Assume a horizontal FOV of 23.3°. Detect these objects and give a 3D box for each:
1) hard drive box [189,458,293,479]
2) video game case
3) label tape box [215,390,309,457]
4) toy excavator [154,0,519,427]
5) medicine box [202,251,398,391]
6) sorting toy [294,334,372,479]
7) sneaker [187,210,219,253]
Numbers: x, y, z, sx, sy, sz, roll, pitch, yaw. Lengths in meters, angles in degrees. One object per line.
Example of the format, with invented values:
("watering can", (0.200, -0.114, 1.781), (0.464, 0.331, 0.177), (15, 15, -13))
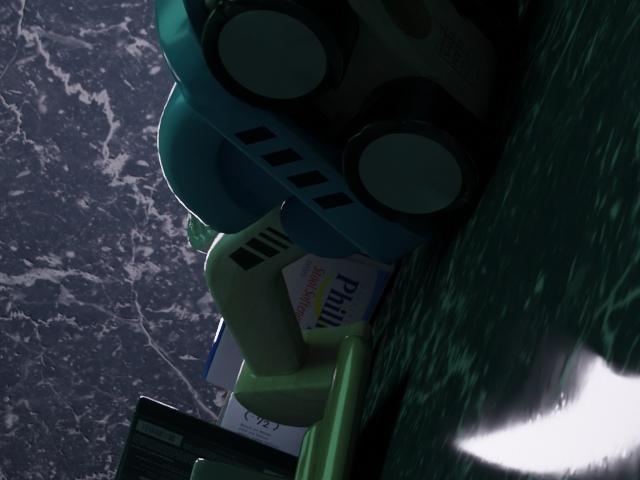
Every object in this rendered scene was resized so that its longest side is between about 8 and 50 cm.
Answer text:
("hard drive box", (-0.092, 0.322, 1.263), (0.232, 0.089, 0.181), (-83, 7, -61))
("video game case", (-0.118, 0.265, 1.614), (0.274, 0.196, 0.026), (114, 177, -56))
("label tape box", (-0.084, 0.266, 1.897), (0.347, 0.115, 0.249), (-69, 1, -46))
("toy excavator", (-0.020, -0.051, 1.327), (0.445, 0.433, 0.222), (-30, 30, 39))
("medicine box", (0.000, 0.000, 1.716), (0.289, 0.149, 0.263), (-72, 3, -46))
("sorting toy", (-0.005, 0.252, 1.221), (0.229, 0.041, 0.307), (109, 174, -64))
("sneaker", (-0.015, -0.119, 1.519), (0.126, 0.127, 0.321), (20, 86, 62))
